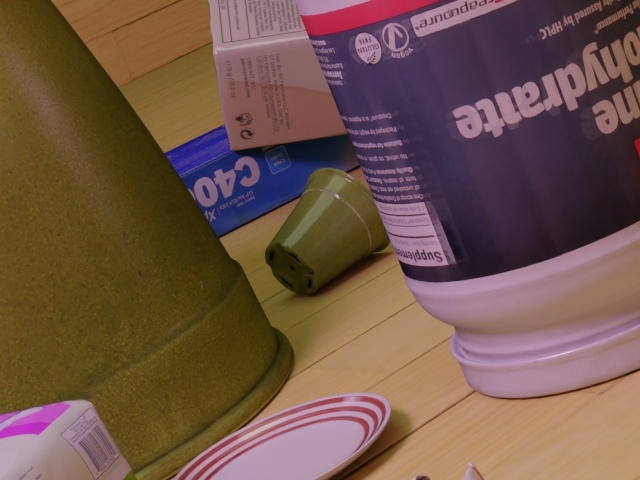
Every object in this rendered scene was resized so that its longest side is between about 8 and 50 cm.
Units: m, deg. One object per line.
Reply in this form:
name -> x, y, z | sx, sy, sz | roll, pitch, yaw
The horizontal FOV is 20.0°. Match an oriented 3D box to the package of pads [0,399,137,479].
package of pads -> -0.270, 0.196, 0.980 | 0.296, 0.101, 0.229 | -17, 13, 24

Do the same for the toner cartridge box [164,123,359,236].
toner cartridge box -> -0.057, -0.084, 1.833 | 0.348, 0.075, 0.165 | -28, 15, -21

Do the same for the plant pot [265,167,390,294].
plant pot -> 0.000, 0.000, 1.410 | 0.083, 0.083, 0.079 | -7, 33, 50

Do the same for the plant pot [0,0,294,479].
plant pot -> -0.251, -0.011, 1.229 | 0.366, 0.353, 0.366 | -21, 13, 5

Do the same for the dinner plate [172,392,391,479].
dinner plate -> -0.023, 0.127, 1.038 | 0.141, 0.017, 0.141 | -21, 12, 5

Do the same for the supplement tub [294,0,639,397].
supplement tub -> 0.113, -0.069, 1.028 | 0.191, 0.272, 0.191 | -21, 13, 5

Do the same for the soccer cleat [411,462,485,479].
soccer cleat -> 0.043, 0.131, 0.864 | 0.083, 0.035, 0.029 | -19, 13, 13

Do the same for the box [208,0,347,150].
box -> 0.054, -0.193, 1.737 | 0.311, 0.121, 0.148 | -7, 40, 1
